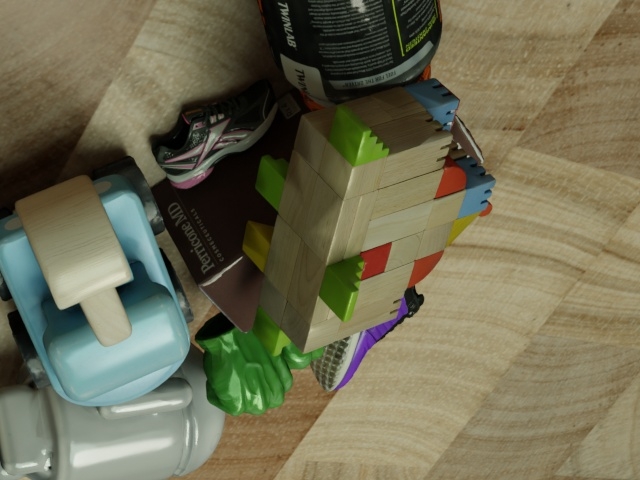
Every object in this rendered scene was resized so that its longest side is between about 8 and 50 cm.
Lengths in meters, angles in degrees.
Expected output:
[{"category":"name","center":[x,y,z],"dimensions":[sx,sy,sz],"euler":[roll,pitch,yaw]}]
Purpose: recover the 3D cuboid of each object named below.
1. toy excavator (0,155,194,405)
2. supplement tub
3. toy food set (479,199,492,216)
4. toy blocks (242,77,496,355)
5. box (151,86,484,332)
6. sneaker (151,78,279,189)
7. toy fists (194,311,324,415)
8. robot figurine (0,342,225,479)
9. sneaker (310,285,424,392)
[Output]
[{"category":"toy excavator","center":[-0.251,0.056,1.707],"dimensions":[0.222,0.445,0.433],"euler":[-24,124,-11]},{"category":"supplement tub","center":[0.026,-0.301,1.700],"dimensions":[0.207,0.207,0.338],"euler":[-25,139,-9]},{"category":"toy food set","center":[0.119,-0.066,2.080],"dimensions":[0.232,0.104,0.111],"euler":[11,124,-40]},{"category":"toy blocks","center":[0.081,-0.037,1.762],"dimensions":[0.261,0.191,0.381],"euler":[-20,141,-33]},{"category":"box","center":[-0.010,-0.080,1.919],"dimensions":[0.381,0.191,0.143],"euler":[-37,140,4]},{"category":"sneaker","center":[-0.133,-0.141,1.871],"dimensions":[0.178,0.072,0.077],"euler":[-42,129,2]},{"category":"toy fists","center":[-0.076,0.135,2.051],"dimensions":[0.096,0.279,0.142],"euler":[-15,108,30]},{"category":"robot figurine","center":[-0.279,0.237,2.051],"dimensions":[0.353,0.199,0.300],"euler":[-7,172,-29]},{"category":"sneaker","center":[0.082,0.109,2.238],"dimensions":[0.146,0.102,0.293],"euler":[-5,133,-31]}]
